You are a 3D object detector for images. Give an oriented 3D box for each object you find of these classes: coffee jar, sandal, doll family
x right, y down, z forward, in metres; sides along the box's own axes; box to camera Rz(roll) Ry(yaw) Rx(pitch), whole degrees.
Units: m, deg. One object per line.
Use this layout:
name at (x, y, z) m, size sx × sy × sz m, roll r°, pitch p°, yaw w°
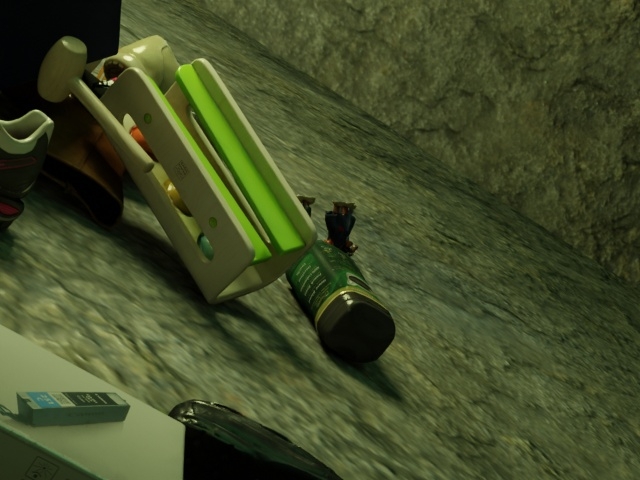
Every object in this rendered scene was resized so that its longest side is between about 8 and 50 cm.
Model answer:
coffee jar at (0.025, 0.077, 1.693) m, size 0.096 × 0.079 × 0.184 m, roll 31°, pitch 13°, yaw -29°
sandal at (-0.237, -0.168, 1.677) m, size 0.179 × 0.040 × 0.067 m, roll 38°, pitch 20°, yaw -34°
doll family at (0.000, 0.000, 1.855) m, size 0.193 × 0.111 × 0.076 m, roll 5°, pitch -3°, yaw -42°

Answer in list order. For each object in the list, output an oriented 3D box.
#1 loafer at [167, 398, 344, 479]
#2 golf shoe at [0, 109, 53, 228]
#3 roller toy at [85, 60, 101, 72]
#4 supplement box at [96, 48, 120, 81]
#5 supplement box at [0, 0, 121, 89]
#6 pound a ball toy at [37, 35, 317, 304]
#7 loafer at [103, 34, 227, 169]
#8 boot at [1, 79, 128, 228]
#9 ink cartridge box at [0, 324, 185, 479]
loafer at (-0.031, 0.202, 1.138) m, size 0.223 × 0.076 × 0.078 m, roll 31°, pitch 21°, yaw -3°
golf shoe at (-0.375, -0.099, 1.256) m, size 0.105 × 0.120 × 0.273 m, roll 46°, pitch 18°, yaw 31°
roller toy at (-0.383, -0.311, 1.813) m, size 0.191 × 0.209 × 0.146 m, roll -5°, pitch -15°, yaw 37°
supplement box at (-0.282, -0.205, 1.929) m, size 0.078 × 0.080 × 0.233 m, roll 30°, pitch 13°, yaw -18°
supplement box at (-0.410, -0.367, 1.603) m, size 0.195 × 0.194 × 0.356 m, roll -23°, pitch 52°, yaw -31°
pound a ball toy at (-0.181, -0.079, 1.535) m, size 0.208 × 0.136 × 0.319 m, roll -18°, pitch 69°, yaw -50°
loafer at (-0.186, -0.164, 1.787) m, size 0.102 × 0.092 × 0.268 m, roll 20°, pitch -29°, yaw 40°
boot at (-0.335, -0.141, 1.608) m, size 0.264 × 0.096 × 0.280 m, roll 45°, pitch 16°, yaw -15°
ink cartridge box at (-0.243, 0.098, 1.011) m, size 0.296 × 0.066 × 0.261 m, roll 32°, pitch 15°, yaw -16°
